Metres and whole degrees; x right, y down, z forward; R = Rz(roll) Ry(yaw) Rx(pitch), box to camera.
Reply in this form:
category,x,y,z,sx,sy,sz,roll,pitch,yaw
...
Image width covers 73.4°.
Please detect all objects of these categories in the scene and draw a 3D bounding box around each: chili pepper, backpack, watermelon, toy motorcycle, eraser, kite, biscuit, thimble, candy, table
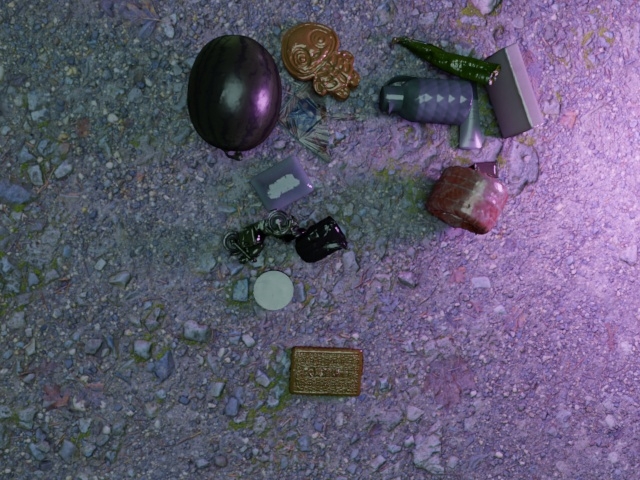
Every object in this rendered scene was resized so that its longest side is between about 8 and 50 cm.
category,x,y,z,sx,sy,sz,roll,pitch,yaw
chili pepper,0.399,-0.587,1.395,0.359,0.076,0.084,28,78,20
backpack,-0.003,-0.002,1.417,0.165,0.105,0.120,-23,117,13
watermelon,-0.256,-0.422,1.287,0.279,0.279,0.359,9,95,-5
toy motorcycle,-0.180,-0.010,1.352,0.275,0.205,0.127,-21,88,-1
eraser,0.623,-0.482,1.410,0.095,0.174,0.270,-20,94,-2
kite,0.001,-0.421,1.442,0.315,0.011,0.335,-3,94,-5
biscuit,0.001,-0.588,1.413,0.202,0.044,0.288,-43,89,-3
biscuit,0.022,0.454,1.478,0.255,0.029,0.172,3,92,-5
thimble,0.468,-0.125,1.388,0.239,0.239,0.162,26,89,-6
candy,-0.126,-0.184,1.412,0.174,0.071,0.138,-30,94,-4
table,-0.157,0.165,1.441,0.134,0.043,0.133,0,92,-5

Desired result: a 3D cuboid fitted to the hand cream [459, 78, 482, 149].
category,x,y,z,sx,sy,sz,roll,pitch,yaw
hand cream,0.511,-0.439,1.468,0.080,0.048,0.255,-3,96,1

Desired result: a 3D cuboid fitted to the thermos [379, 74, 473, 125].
category,x,y,z,sx,sy,sz,roll,pitch,yaw
thermos,0.336,-0.471,1.410,0.287,0.145,0.182,4,60,-4

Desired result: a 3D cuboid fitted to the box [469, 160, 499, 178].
category,x,y,z,sx,sy,sz,roll,pitch,yaw
box,0.558,-0.237,1.472,0.085,0.063,0.060,-5,91,-3
